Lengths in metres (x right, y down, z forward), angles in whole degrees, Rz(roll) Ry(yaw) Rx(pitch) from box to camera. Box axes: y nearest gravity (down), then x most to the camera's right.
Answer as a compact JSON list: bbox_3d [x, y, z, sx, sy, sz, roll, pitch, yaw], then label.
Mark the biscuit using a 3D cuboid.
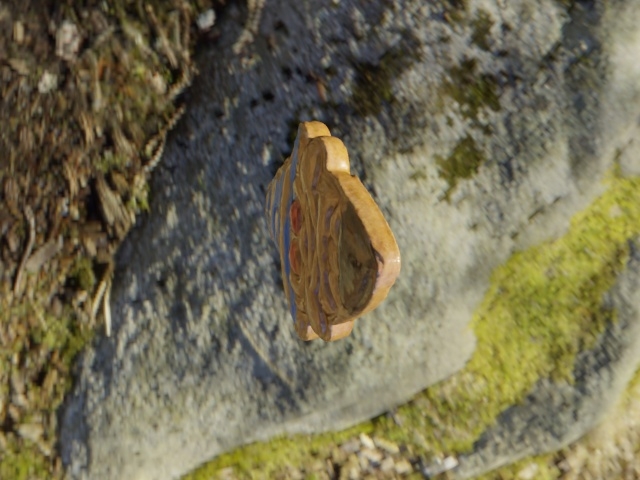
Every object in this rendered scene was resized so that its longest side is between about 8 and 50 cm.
[{"bbox_3d":[0.000,0.000,1.023,0.043,0.280,0.183,-6,102,-14],"label":"biscuit"}]
